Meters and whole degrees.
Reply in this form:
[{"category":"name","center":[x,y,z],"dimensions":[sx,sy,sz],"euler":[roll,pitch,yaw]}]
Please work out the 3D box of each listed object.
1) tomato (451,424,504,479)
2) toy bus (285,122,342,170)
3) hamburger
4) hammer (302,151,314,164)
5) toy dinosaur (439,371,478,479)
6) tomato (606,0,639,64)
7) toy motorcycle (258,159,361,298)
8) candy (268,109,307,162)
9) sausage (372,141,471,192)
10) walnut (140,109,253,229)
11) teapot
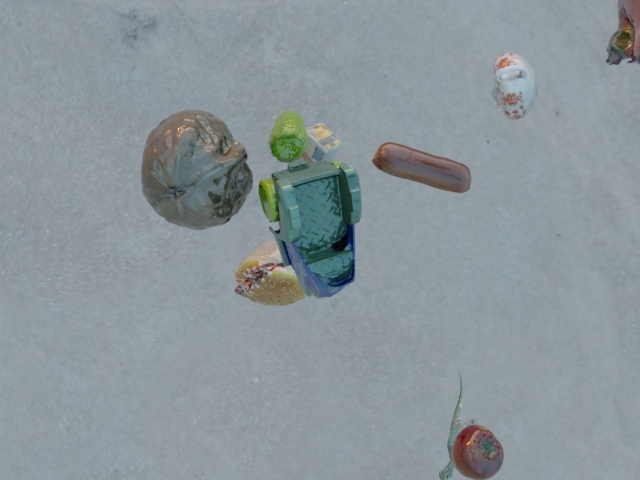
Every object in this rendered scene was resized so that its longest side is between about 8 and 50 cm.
[{"category":"tomato","center":[0.256,0.354,0.969],"dimensions":[0.087,0.075,0.087],"euler":[17,52,-23]},{"category":"toy bus","center":[-0.047,-0.218,1.854],"dimensions":[0.138,0.343,0.097],"euler":[43,49,14]},{"category":"hamburger","center":[-0.145,0.120,1.800],"dimensions":[0.227,0.295,0.151],"euler":[25,59,-13]},{"category":"hammer","center":[-0.013,-0.196,1.613],"dimensions":[0.062,0.182,0.017],"euler":[-36,137,5]},{"category":"toy dinosaur","center":[0.453,0.571,1.781],"dimensions":[0.076,0.129,0.383],"euler":[61,39,-27]},{"category":"tomato","center":[0.495,-0.307,0.674],"dimensions":[0.335,0.289,0.176],"euler":[-49,134,-65]},{"category":"toy motorcycle","center":[0.000,0.000,1.262],"dimensions":[0.191,0.200,0.327],"euler":[-17,115,-19]},{"category":"candy","center":[-0.079,-0.275,1.477],"dimensions":[0.096,0.097,0.210],"euler":[35,27,-22]},{"category":"sausage","center":[0.295,-0.207,1.668],"dimensions":[0.299,0.083,0.089],"euler":[14,58,-5]},{"category":"walnut","center":[-0.273,-0.153,1.291],"dimensions":[0.273,0.227,0.273],"euler":[34,28,-21]},{"category":"teapot","center":[0.458,-0.373,1.397],"dimensions":[0.245,0.116,0.159],"euler":[22,69,-66]}]
